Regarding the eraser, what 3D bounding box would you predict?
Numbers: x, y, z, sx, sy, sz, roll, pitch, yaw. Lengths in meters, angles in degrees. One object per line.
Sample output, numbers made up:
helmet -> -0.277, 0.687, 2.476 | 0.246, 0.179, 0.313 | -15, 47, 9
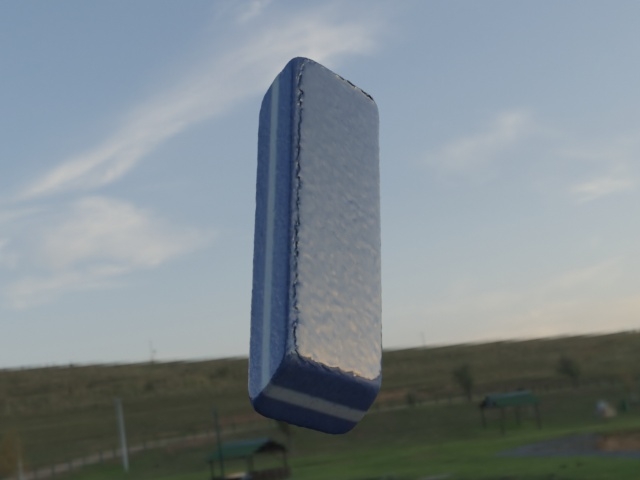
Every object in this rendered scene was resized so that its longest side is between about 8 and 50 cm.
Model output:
eraser -> 0.000, 0.000, 0.643 | 0.082, 0.225, 0.036 | 22, -33, -39
